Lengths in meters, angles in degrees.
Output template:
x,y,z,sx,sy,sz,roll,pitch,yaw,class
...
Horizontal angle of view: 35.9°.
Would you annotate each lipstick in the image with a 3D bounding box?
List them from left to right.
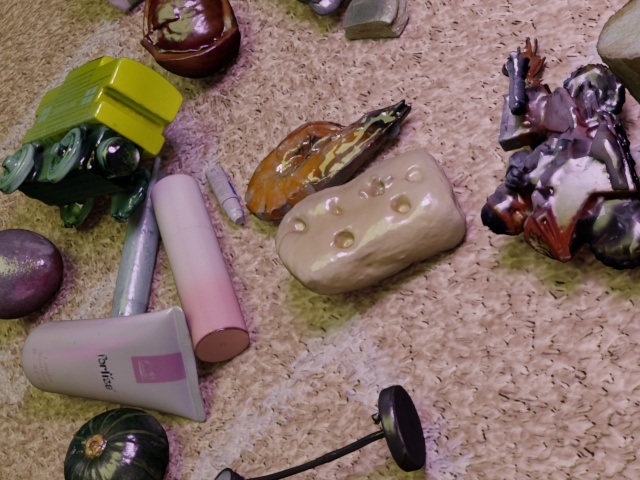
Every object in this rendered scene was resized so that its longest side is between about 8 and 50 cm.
x,y,z,sx,sy,sz,roll,pitch,yaw,class
-0.197,0.038,1.578,0.087,0.087,0.327,-37,51,18,lipstick

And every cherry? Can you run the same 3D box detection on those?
x,y,z,sx,sy,sz,roll,pitch,yaw,class
-0.556,0.057,1.814,0.176,0.140,0.176,-4,64,9,cherry

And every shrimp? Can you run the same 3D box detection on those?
x,y,z,sx,sy,sz,roll,pitch,yaw,class
0.006,-0.142,1.532,0.316,0.062,0.164,-32,47,22,shrimp

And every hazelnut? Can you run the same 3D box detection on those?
x,y,z,sx,sy,sz,roll,pitch,yaw,class
-0.228,-0.379,1.760,0.170,0.160,0.202,-46,43,9,hazelnut

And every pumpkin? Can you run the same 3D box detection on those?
x,y,z,sx,sy,sz,roll,pitch,yaw,class
-0.307,0.331,1.492,0.167,0.125,0.167,-15,60,29,pumpkin

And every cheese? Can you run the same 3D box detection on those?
x,y,z,sx,sy,sz,roll,pitch,yaw,class
0.063,-0.023,1.382,0.263,0.093,0.159,-27,48,9,cheese

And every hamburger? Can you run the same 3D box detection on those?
x,y,z,sx,sy,sz,roll,pitch,yaw,class
0.087,-0.371,1.587,0.121,0.054,0.084,1,71,46,hamburger

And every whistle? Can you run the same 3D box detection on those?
x,y,z,sx,sy,sz,roll,pitch,yaw,class
-0.308,0.002,1.699,0.062,0.062,0.312,-9,63,34,whistle

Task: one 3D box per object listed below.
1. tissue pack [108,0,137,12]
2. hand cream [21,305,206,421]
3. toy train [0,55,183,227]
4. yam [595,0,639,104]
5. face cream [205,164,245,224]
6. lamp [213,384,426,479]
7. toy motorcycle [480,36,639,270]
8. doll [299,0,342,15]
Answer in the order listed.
x,y,z,sx,sy,sz,roll,pitch,yaw,class
-0.349,-0.678,1.976,0.356,0.194,0.266,-36,52,19,tissue pack
-0.332,0.194,1.584,0.358,0.118,0.186,-2,101,37,hand cream
-0.406,-0.177,1.742,0.442,0.179,0.272,-4,61,55,toy train
0.430,-0.182,1.074,0.168,0.304,0.168,-27,46,32,yam
-0.156,-0.073,1.636,0.034,0.034,0.130,-42,48,13,face cream
-0.004,0.314,1.315,0.371,0.108,0.130,-39,28,29,lamp
0.295,-0.131,1.256,0.207,0.134,0.401,-16,60,24,toy motorcycle
0.032,-0.551,1.645,0.246,0.158,0.340,36,89,30,doll
